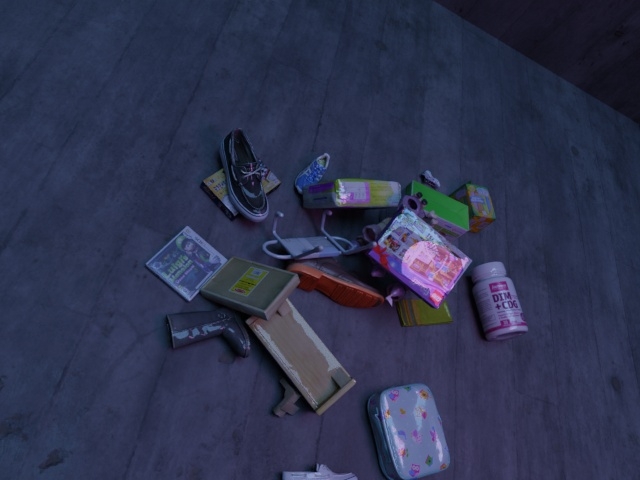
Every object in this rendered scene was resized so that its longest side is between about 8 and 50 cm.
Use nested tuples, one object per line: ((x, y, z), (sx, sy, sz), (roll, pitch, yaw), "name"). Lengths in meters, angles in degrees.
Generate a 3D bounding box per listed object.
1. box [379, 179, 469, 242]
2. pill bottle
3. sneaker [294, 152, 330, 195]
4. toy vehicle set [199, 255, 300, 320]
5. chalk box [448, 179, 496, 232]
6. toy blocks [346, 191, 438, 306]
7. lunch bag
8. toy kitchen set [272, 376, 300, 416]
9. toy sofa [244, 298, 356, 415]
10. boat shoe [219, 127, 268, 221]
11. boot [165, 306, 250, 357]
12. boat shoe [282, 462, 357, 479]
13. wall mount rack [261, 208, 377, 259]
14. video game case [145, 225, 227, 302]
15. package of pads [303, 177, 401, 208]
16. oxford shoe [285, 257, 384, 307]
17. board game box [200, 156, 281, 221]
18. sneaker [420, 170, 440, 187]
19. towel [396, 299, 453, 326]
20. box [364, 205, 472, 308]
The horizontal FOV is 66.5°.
((0.396, -0.076, 1.886), (0.261, 0.231, 0.127), (22, 55, -16), "box")
((0.693, 0.238, 1.920), (0.160, 0.160, 0.283), (3, 63, -26), "pill bottle")
((-0.030, -0.257, 1.851), (0.080, 0.081, 0.211), (35, 56, -9), "sneaker")
((-0.214, 0.136, 1.463), (0.266, 0.035, 0.166), (13, 45, 33), "toy vehicle set")
((0.652, -0.162, 2.131), (0.131, 0.132, 0.213), (6, 61, -25), "chalk box")
((0.254, 0.048, 1.695), (0.260, 0.309, 0.289), (-25, 78, -40), "toy blocks")
((0.268, 0.596, 1.536), (0.223, 0.108, 0.279), (-2, 65, -25), "lunch bag")
((-0.104, 0.474, 1.457), (0.083, 0.075, 0.068), (-47, 133, -6), "toy kitchen set")
((-0.066, 0.340, 1.492), (0.150, 0.177, 0.363), (-38, 86, -12), "toy sofa")
((-0.256, -0.225, 1.636), (0.121, 0.119, 0.335), (-15, 72, -33), "boat shoe")
((-0.325, 0.277, 1.414), (0.208, 0.076, 0.190), (-7, 53, -38), "boot")
((0.000, 0.665, 1.370), (0.226, 0.083, 0.076), (3, 64, -26), "boat shoe")
((0.000, 0.000, 1.590), (0.349, 0.131, 0.304), (-5, 30, -33), "wall mount rack")
((-0.411, 0.070, 1.512), (0.173, 0.022, 0.190), (41, 53, -3), "video game case")
((0.117, -0.164, 1.770), (0.296, 0.229, 0.101), (-2, 91, -33), "package of pads")
((0.060, 0.124, 1.670), (0.363, 0.130, 0.133), (24, 50, -15), "oxford shoe")
((-0.276, -0.196, 1.713), (0.165, 0.042, 0.243), (47, 53, 2), "board game box")
((0.477, -0.260, 2.152), (0.069, 0.038, 0.098), (-30, 72, -34), "sneaker")
((0.392, 0.267, 1.832), (0.237, 0.021, 0.102), (2, 65, -28), "towel")
((0.319, 0.055, 1.592), (0.293, 0.057, 0.201), (39, 83, -5), "box")
